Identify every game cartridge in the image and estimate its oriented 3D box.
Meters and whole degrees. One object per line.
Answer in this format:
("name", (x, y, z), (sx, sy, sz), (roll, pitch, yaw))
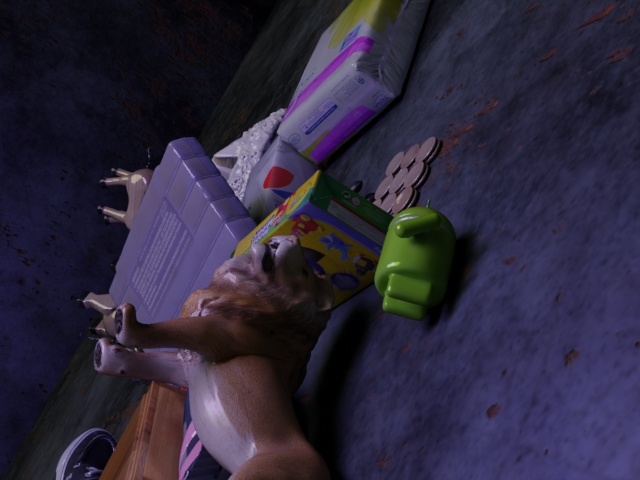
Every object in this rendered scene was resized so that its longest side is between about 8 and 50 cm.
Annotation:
("game cartridge", (-0.194, 0.047, 1.258), (0.230, 0.068, 0.355), (58, 138, 23))

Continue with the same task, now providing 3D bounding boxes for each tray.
("tray", (-0.270, 0.391, 1.066), (0.411, 0.076, 0.203), (-59, 15, 18))

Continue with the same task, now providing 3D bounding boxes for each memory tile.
("memory tile", (0.090, -0.054, 1.044), (0.148, 0.012, 0.113), (-63, 17, -21))

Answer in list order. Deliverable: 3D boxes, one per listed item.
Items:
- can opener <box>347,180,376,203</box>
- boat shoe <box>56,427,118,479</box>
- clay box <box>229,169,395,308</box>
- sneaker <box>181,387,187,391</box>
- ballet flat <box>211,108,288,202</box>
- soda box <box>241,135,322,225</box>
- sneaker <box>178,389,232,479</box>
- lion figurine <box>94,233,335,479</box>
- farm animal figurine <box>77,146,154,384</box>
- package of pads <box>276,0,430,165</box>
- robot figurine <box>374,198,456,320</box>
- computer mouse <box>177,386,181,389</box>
("can opener", (0.000, 0.000, 1.120), (0.186, 0.059, 0.073), (-54, 20, 13))
("boat shoe", (-0.354, 0.395, 1.336), (0.102, 0.108, 0.301), (-44, 20, 28))
("clay box", (-0.013, 0.019, 1.000), (0.222, 0.127, 0.053), (-40, 24, 48))
("sneaker", (-0.162, 0.215, 1.209), (0.118, 0.042, 0.067), (56, 150, 40))
("ballet flat", (-0.149, -0.088, 1.530), (0.147, 0.147, 0.409), (-37, 27, 51))
("soda box", (-0.065, -0.045, 1.338), (0.098, 0.091, 0.286), (-48, 19, 29))
("sneaker", (-0.091, 0.254, 0.890), (0.319, 0.112, 0.131), (-95, 11, -57))
("lion figurine", (-0.068, 0.163, 0.806), (0.142, 0.240, 0.392), (-56, 37, 41))
("farm animal figurine", (-0.292, 0.057, 1.558), (0.172, 0.330, 0.326), (10, 59, 25))
("package of pads", (0.056, -0.284, 1.415), (0.229, 0.101, 0.296), (-37, 25, 47))
("robot figurine", (0.089, 0.017, 0.812), (0.101, 0.067, 0.115), (94, -169, -52))
("computer mouse", (-0.224, 0.321, 1.234), (0.071, 0.041, 0.242), (-16, 50, 56))
